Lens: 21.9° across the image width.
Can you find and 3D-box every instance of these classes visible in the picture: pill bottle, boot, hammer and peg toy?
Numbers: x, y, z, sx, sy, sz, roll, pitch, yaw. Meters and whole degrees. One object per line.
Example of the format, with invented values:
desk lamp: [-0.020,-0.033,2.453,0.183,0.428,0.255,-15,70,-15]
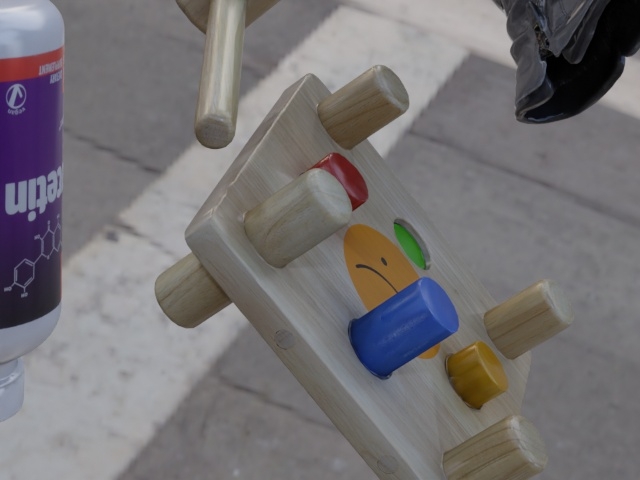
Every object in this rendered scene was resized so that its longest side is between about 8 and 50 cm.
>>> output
pill bottle: [-0.285,-0.027,1.247,0.182,0.322,0.181,3,17,-1]
boot: [0.192,-0.254,1.136,0.118,0.338,0.222,-7,55,-15]
hammer and peg toy: [0.000,0.000,0.995,0.361,0.127,0.266,51,25,-13]
